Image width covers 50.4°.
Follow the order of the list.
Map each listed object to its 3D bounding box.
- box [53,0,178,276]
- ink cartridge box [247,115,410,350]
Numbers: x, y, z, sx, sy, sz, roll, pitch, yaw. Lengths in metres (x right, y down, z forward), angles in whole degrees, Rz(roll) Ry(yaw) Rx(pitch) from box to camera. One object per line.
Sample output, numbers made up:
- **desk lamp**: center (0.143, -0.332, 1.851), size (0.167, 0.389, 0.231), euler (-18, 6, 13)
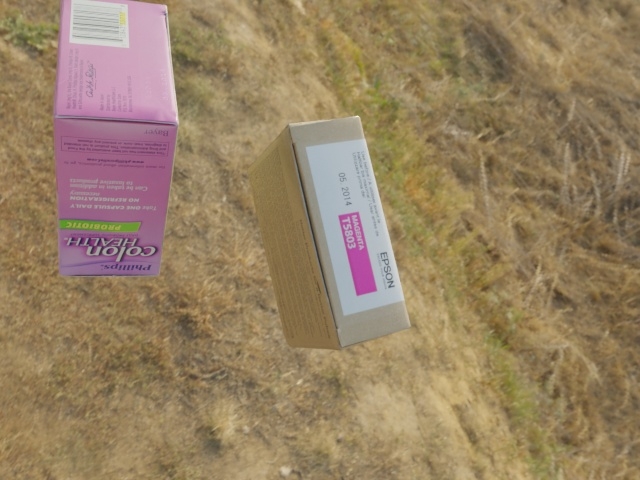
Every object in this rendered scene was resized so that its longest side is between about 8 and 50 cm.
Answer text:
- **box**: center (-0.239, -0.115, 0.783), size (0.117, 0.243, 0.213), euler (0, 50, -18)
- **ink cartridge box**: center (0.000, 0.000, 0.771), size (0.088, 0.193, 0.235), euler (-12, 87, -21)
